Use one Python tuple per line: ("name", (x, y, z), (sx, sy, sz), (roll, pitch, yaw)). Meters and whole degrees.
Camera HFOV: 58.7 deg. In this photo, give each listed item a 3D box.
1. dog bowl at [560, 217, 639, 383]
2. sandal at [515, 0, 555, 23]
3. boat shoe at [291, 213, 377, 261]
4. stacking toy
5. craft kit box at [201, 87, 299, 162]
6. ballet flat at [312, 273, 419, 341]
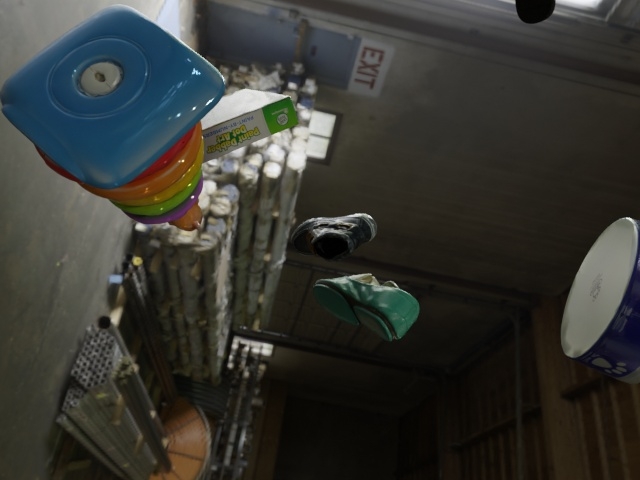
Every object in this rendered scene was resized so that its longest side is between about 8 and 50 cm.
("dog bowl", (0.518, 0.099, 0.968), (0.265, 0.104, 0.265), (21, 90, -82))
("sandal", (0.249, -0.356, 0.688), (0.067, 0.040, 0.179), (6, -69, 54))
("boat shoe", (0.000, 0.000, 0.945), (0.083, 0.183, 0.065), (-35, 105, -45))
("stacking toy", (-0.190, -0.084, 0.637), (0.166, 0.175, 0.302), (-47, 162, -16))
("craft kit box", (-0.197, -0.198, 1.002), (0.250, 0.246, 0.061), (35, -30, 60))
("ballet flat", (0.077, 0.097, 0.924), (0.247, 0.087, 0.083), (15, -45, 62))
